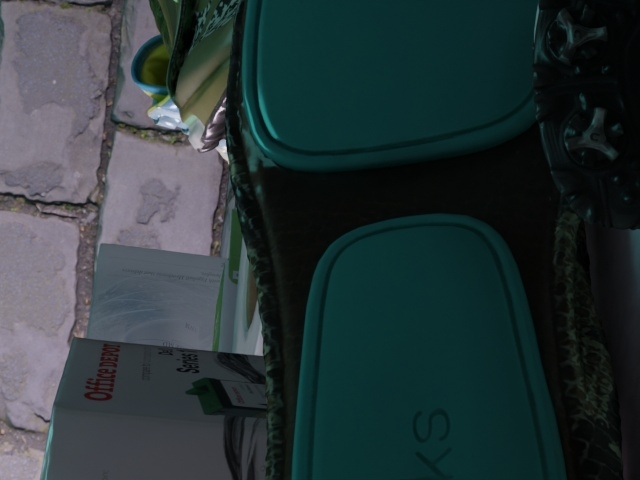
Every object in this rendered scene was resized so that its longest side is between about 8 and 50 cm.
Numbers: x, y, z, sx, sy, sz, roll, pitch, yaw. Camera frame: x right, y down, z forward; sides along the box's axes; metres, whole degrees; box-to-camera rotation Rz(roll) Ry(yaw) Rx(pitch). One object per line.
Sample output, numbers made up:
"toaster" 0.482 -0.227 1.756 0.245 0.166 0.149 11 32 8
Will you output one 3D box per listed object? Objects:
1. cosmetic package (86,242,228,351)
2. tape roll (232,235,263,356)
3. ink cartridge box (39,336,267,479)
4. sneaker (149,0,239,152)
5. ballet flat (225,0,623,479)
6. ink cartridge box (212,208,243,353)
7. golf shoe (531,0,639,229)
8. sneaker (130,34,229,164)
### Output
"cosmetic package" -0.153 0.141 1.573 0.138 0.224 0.224 111 164 -61
"tape roll" 0.000 0.000 1.048 0.286 0.100 0.286 -172 90 -82
"ink cartridge box" -0.031 0.117 0.719 0.160 0.219 0.092 -132 49 -79
"sneaker" -0.067 -0.178 0.868 0.182 0.158 0.410 53 -179 -15
"ballet flat" 0.046 0.007 0.593 0.182 0.164 0.482 72 -164 -56
"ink cartridge box" -0.036 0.079 1.208 0.062 0.109 0.209 108 166 -52
"golf shoe" 0.112 -0.093 0.471 0.094 0.077 0.198 70 -151 -75
"sneaker" -0.080 -0.109 1.332 0.319 0.208 0.127 105 167 -49
